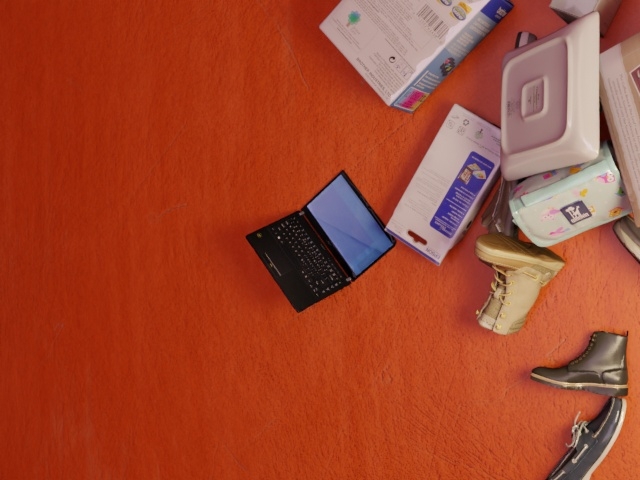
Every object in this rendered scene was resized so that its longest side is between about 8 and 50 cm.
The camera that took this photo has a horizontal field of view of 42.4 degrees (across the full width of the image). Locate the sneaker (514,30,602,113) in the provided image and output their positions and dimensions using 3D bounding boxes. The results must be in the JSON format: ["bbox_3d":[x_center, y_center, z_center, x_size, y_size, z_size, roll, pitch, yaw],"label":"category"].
[{"bbox_3d":[0.497,-0.304,1.719,0.178,0.124,0.296,-4,79,18],"label":"sneaker"}]

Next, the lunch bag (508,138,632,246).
[{"bbox_3d":[0.506,-0.093,1.641,0.223,0.262,0.160,-24,81,26],"label":"lunch bag"}]

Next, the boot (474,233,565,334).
[{"bbox_3d":[0.380,0.096,1.725,0.095,0.262,0.203,44,114,41],"label":"boot"}]

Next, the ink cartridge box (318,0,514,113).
[{"bbox_3d":[0.232,-0.519,1.830,0.395,0.151,0.270,-46,73,23],"label":"ink cartridge box"}]

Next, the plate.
[{"bbox_3d":[0.426,-0.270,1.590,0.278,0.045,0.277,167,106,-66],"label":"plate"}]

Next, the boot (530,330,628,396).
[{"bbox_3d":[0.550,0.248,1.746,0.197,0.077,0.137,5,90,14],"label":"boot"}]

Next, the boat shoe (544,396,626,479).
[{"bbox_3d":[0.557,0.428,1.734,0.079,0.095,0.255,27,113,13],"label":"boat shoe"}]

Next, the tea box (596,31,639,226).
[{"bbox_3d":[0.707,-0.225,1.467,0.220,0.323,0.329,-25,77,64],"label":"tea box"}]

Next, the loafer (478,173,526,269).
[{"bbox_3d":[0.389,-0.054,1.797,0.087,0.094,0.251,11,99,26],"label":"loafer"}]

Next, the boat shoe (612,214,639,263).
[{"bbox_3d":[0.741,0.053,1.614,0.355,0.132,0.130,40,99,12],"label":"boat shoe"}]

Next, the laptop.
[{"bbox_3d":[0.000,0.000,1.979,0.234,0.264,0.136,54,150,16],"label":"laptop"}]

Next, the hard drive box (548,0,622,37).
[{"bbox_3d":[0.564,-0.541,1.639,0.089,0.181,0.232,30,104,24],"label":"hard drive box"}]

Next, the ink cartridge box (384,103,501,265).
[{"bbox_3d":[0.294,-0.124,1.863,0.165,0.065,0.333,36,106,22],"label":"ink cartridge box"}]
